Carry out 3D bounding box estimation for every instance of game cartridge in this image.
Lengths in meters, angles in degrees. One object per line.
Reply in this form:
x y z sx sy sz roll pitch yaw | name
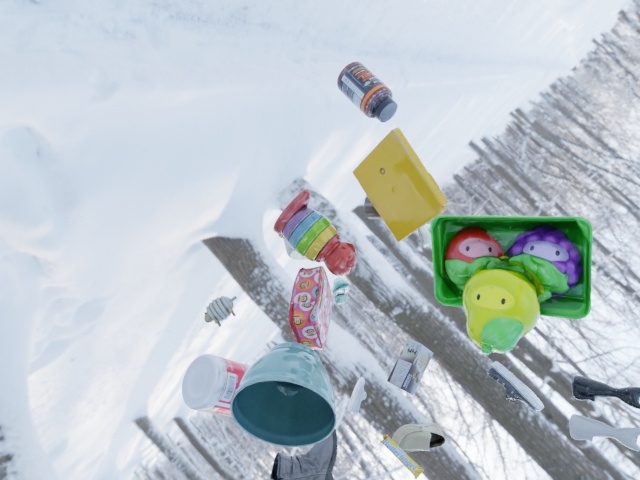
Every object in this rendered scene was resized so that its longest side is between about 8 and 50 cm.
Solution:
0.276 -0.187 1.637 0.052 0.324 0.285 -29 173 -33 | game cartridge

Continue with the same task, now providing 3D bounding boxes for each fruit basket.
0.438 0.084 1.110 0.391 0.283 0.392 -7 -166 2 | fruit basket

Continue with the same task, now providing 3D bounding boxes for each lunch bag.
-0.025 0.271 1.794 0.120 0.258 0.293 -6 -142 16 | lunch bag

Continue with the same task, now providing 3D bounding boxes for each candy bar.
0.260 0.697 1.502 0.040 0.161 0.018 -54 153 5 | candy bar

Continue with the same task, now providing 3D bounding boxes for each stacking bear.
0.000 0.000 1.538 0.164 0.289 0.175 -45 170 -25 | stacking bear

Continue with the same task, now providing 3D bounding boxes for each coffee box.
0.465 0.653 2.397 0.098 0.141 0.247 15 -109 50 | coffee box

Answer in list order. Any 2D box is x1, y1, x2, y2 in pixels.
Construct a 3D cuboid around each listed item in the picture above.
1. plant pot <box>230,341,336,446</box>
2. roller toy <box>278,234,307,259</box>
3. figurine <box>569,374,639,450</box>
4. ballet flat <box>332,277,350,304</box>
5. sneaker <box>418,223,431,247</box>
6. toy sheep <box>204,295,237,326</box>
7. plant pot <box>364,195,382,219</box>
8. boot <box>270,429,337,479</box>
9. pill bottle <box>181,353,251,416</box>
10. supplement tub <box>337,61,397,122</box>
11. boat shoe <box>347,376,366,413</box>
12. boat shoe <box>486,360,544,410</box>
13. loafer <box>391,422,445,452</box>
-0.092 0.423 1.338 0.293 0.293 0.196 -49 -164 30 | plant pot
-0.064 -0.017 1.962 0.209 0.146 0.191 -16 155 2 | roller toy
0.968 0.582 1.565 0.209 0.092 0.215 -3 -113 44 | figurine
0.091 0.225 2.195 0.083 0.087 0.247 -10 154 -6 | ballet flat
0.485 -0.037 2.011 0.123 0.106 0.290 -15 -178 14 | sneaker
-0.338 0.234 1.577 0.132 0.091 0.091 -34 172 -10 | toy sheep
0.304 -0.165 2.182 0.165 0.167 0.167 0 -160 29 | plant pot
-0.060 0.796 1.691 0.338 0.222 0.118 -88 -160 -48 | boot
-0.382 0.654 2.038 0.229 0.229 0.407 -46 135 9 | pill bottle
0.145 -0.442 1.395 0.106 0.198 0.106 -31 154 -17 | supplement tub
0.188 0.750 2.236 0.066 0.063 0.184 -53 163 -89 | boat shoe
0.676 0.525 1.633 0.080 0.228 0.076 28 102 -39 | boat shoe
0.408 0.816 1.909 0.268 0.102 0.092 -1 -171 -30 | loafer
